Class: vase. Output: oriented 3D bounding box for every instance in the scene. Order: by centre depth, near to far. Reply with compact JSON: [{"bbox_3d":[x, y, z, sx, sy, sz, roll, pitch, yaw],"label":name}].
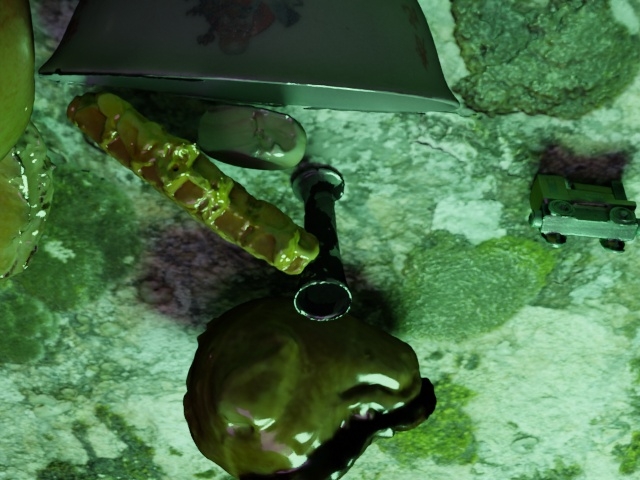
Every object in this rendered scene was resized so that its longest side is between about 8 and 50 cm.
[{"bbox_3d":[0.000,0.000,1.269,0.059,0.167,0.059,-1,135,-1],"label":"vase"}]

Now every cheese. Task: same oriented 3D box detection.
[{"bbox_3d":[-0.080,-0.095,1.198,0.092,0.047,0.171,19,171,-39],"label":"cheese"}]

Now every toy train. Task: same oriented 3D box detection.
[{"bbox_3d":[0.273,-0.028,1.304,0.122,0.081,0.050,5,129,-7],"label":"toy train"}]

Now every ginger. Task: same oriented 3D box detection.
[{"bbox_3d":[-0.029,0.157,1.426,0.223,0.269,0.200,57,158,-11],"label":"ginger"}]

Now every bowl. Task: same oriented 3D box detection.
[{"bbox_3d":[-0.051,-0.193,1.021,0.346,0.345,0.157,4,95,-5],"label":"bowl"}]

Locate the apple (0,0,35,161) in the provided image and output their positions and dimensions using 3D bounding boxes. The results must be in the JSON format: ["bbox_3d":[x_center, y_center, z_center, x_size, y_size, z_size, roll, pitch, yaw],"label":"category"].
[{"bbox_3d":[-0.363,-0.165,0.979,0.277,0.319,0.319,4,139,-19],"label":"apple"}]

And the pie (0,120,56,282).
[{"bbox_3d":[-0.428,-0.060,1.260,0.340,0.083,0.339,1,140,1],"label":"pie"}]

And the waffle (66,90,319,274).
[{"bbox_3d":[-0.122,-0.057,1.173,0.056,0.249,0.253,-54,141,-5],"label":"waffle"}]
